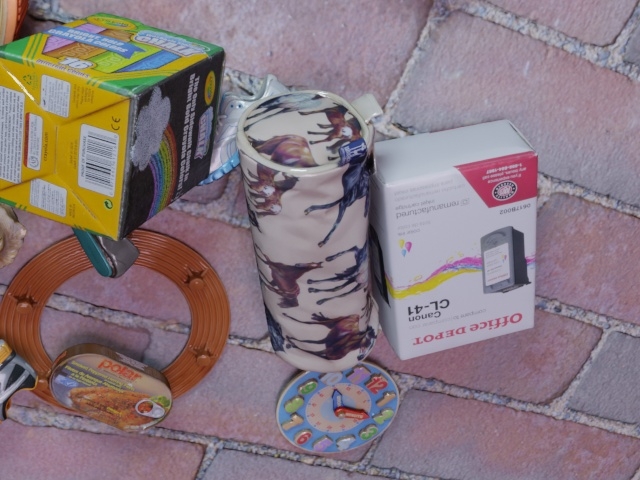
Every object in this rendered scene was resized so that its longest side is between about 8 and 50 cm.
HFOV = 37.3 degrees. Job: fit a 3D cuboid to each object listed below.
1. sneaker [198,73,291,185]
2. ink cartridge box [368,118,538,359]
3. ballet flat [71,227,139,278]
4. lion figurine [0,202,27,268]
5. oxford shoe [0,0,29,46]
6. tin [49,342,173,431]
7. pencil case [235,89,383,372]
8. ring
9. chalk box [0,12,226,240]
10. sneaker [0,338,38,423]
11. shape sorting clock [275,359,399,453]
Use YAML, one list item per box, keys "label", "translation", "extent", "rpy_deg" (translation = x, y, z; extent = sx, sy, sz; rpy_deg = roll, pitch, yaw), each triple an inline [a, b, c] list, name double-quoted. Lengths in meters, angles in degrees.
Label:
- label: "sneaker"
  translation: [-0.118, -0.149, 1.251]
  extent: [0.191, 0.071, 0.083]
  rpy_deg: [-39, 116, -1]
- label: "ink cartridge box"
  translation: [0.190, -0.001, 1.381]
  extent: [0.226, 0.131, 0.306]
  rpy_deg: [-13, 122, -8]
- label: "ballet flat"
  translation: [-0.314, -0.047, 1.255]
  extent: [0.068, 0.072, 0.213]
  rpy_deg: [-44, 113, -32]
- label: "lion figurine"
  translation: [-0.583, 0.018, 1.197]
  extent: [0.392, 0.142, 0.240]
  rpy_deg: [-28, 132, 20]
- label: "oxford shoe"
  translation: [-0.399, -0.257, 1.070]
  extent: [0.133, 0.130, 0.363]
  rpy_deg: [8, 117, -11]
- label: "tin"
  translation: [-0.305, 0.215, 1.396]
  extent: [0.190, 0.040, 0.106]
  rpy_deg: [31, 112, -29]
- label: "pencil case"
  translation: [0.000, 0.000, 1.274]
  extent: [0.184, 0.159, 0.410]
  rpy_deg: [-10, 133, -5]
- label: "ring"
  translation: [-0.297, 0.133, 1.387]
  extent: [0.337, 0.032, 0.336]
  rpy_deg: [-7, 121, -11]
- label: "chalk box"
  translation: [-0.232, -0.151, 1.118]
  extent: [0.179, 0.289, 0.180]
  rpy_deg: [18, 117, 12]
- label: "sneaker"
  translation: [-0.490, 0.240, 1.358]
  extent: [0.083, 0.084, 0.215]
  rpy_deg: [37, 109, -21]
- label: "shape sorting clock"
  translation: [0.029, 0.276, 1.557]
  extent: [0.206, 0.040, 0.206]
  rpy_deg: [-7, 121, -11]
